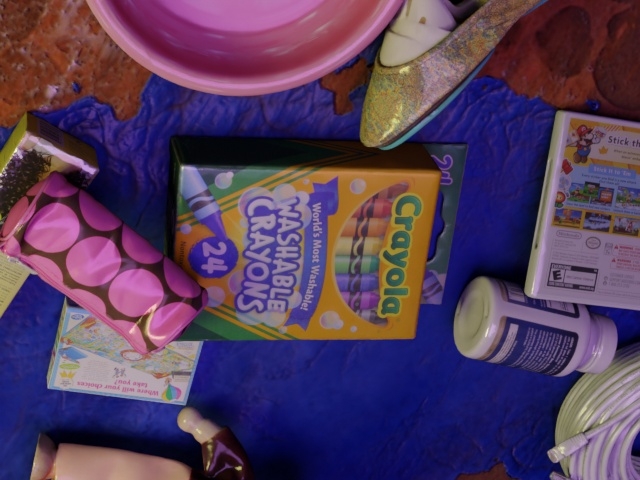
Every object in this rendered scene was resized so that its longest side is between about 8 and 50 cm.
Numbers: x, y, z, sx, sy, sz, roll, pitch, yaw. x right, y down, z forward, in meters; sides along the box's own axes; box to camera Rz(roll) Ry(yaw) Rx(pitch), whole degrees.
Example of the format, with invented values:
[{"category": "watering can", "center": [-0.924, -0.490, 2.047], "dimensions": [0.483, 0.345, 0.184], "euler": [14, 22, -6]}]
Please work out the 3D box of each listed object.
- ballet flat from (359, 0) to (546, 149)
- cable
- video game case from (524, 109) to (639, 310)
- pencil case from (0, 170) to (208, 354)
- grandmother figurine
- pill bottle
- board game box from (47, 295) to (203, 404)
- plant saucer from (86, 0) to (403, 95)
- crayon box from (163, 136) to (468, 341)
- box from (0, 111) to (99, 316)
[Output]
[{"category": "ballet flat", "center": [0.147, -0.240, 1.402], "dimensions": [0.348, 0.123, 0.123], "euler": [-41, 119, 2]}, {"category": "cable", "center": [0.411, 0.237, 1.725], "dimensions": [0.257, 0.089, 0.257], "euler": [-42, 119, 8]}, {"category": "video game case", "center": [0.347, -0.027, 1.577], "dimensions": [0.227, 0.026, 0.206], "euler": [7, 97, -17]}, {"category": "pencil case", "center": [-0.212, 0.028, 1.385], "dimensions": [0.209, 0.095, 0.098], "euler": [38, 66, -19]}, {"category": "grandmother figurine", "center": [-0.148, 0.288, 1.579], "dimensions": [0.343, 0.104, 0.207], "euler": [12, 96, -9]}, {"category": "pill bottle", "center": [0.244, 0.102, 1.610], "dimensions": [0.169, 0.094, 0.094], "euler": [14, 113, -19]}, {"category": "board game box", "center": [-0.209, 0.120, 1.547], "dimensions": [0.154, 0.026, 0.103], "euler": [10, 114, -18]}, {"category": "plant saucer", "center": [-0.070, -0.301, 1.333], "dimensions": [0.332, 0.084, 0.332], "euler": [-5, 117, -11]}, {"category": "crayon box", "center": [0.000, 0.000, 1.505], "dimensions": [0.323, 0.083, 0.203], "euler": [0, 117, -14]}, {"category": "box", "center": [-0.319, -0.009, 1.436], "dimensions": [0.087, 0.058, 0.232], "euler": [28, 108, -24]}]
